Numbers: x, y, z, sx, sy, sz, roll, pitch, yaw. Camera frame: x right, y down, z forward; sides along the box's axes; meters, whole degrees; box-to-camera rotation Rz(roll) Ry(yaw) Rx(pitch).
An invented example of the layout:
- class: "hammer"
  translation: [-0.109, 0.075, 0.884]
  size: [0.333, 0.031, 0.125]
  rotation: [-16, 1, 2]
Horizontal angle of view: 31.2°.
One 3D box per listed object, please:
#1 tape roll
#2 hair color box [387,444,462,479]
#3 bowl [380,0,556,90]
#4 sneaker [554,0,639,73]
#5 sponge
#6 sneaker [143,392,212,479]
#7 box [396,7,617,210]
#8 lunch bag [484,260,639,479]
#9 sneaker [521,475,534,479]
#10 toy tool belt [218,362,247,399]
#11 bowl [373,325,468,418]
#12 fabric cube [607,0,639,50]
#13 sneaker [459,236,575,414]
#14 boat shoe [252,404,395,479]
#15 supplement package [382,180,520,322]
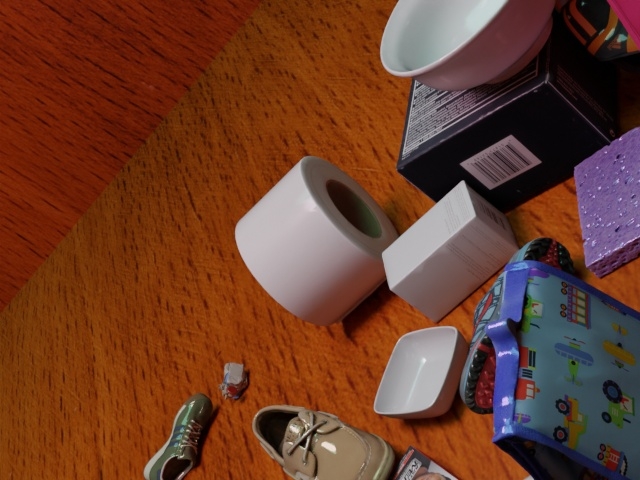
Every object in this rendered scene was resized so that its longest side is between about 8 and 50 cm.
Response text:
- class: "tape roll"
  translation: [0.000, 0.000, 1.939]
  size: [0.169, 0.246, 0.246]
  rotation: [-44, 28, 21]
- class: "hair color box"
  translation: [0.147, 0.332, 1.518]
  size: [0.072, 0.043, 0.141]
  rotation: [-57, 26, -5]
- class: "bowl"
  translation: [0.237, -0.320, 1.646]
  size: [0.298, 0.134, 0.297]
  rotation: [-37, 31, 28]
- class: "sneaker"
  translation: [0.510, -0.343, 1.658]
  size: [0.321, 0.180, 0.124]
  rotation: [-28, -15, -9]
- class: "sponge"
  translation: [0.408, -0.055, 1.565]
  size: [0.117, 0.031, 0.210]
  rotation: [-36, 31, 33]
- class: "sneaker"
  translation: [-0.247, 0.380, 2.107]
  size: [0.192, 0.064, 0.086]
  rotation: [-57, 33, -5]
- class: "box"
  translation: [0.296, -0.227, 1.787]
  size: [0.296, 0.183, 0.294]
  rotation: [-29, 37, 39]
- class: "lunch bag"
  translation: [0.284, 0.163, 1.206]
  size: [0.138, 0.293, 0.221]
  rotation: [-29, 35, 41]
- class: "sneaker"
  translation: [0.208, 0.400, 1.278]
  size: [0.169, 0.108, 0.292]
  rotation: [-35, 22, 37]
- class: "toy tool belt"
  translation: [-0.162, 0.269, 2.118]
  size: [0.083, 0.052, 0.051]
  rotation: [-85, 8, -51]
- class: "bowl"
  translation: [0.154, 0.198, 1.658]
  size: [0.142, 0.053, 0.142]
  rotation: [-17, 44, 53]
- class: "fabric cube"
  translation: [0.530, -0.290, 1.386]
  size: [0.258, 0.259, 0.254]
  rotation: [-42, 29, 24]
- class: "sneaker"
  translation: [0.258, 0.125, 1.556]
  size: [0.261, 0.104, 0.125]
  rotation: [-60, 9, -21]
- class: "boat shoe"
  translation: [-0.009, 0.313, 1.693]
  size: [0.121, 0.110, 0.341]
  rotation: [-59, 21, -15]
- class: "supplement package"
  translation: [0.196, 0.018, 1.747]
  size: [0.179, 0.105, 0.105]
  rotation: [-42, 29, 21]
